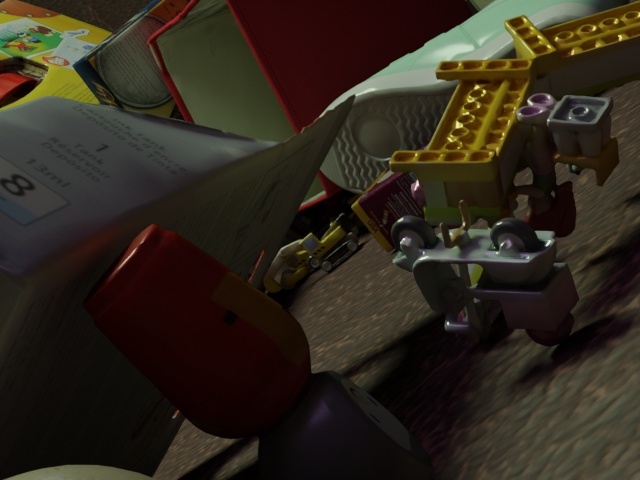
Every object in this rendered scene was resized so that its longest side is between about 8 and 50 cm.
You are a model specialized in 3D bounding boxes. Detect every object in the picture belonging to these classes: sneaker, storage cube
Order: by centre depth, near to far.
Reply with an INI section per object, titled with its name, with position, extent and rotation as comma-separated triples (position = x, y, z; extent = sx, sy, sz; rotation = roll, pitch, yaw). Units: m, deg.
[sneaker]
position = 0.115, -0.120, 1.276
extent = 0.256, 0.094, 0.151
rotation = -23, 21, 32
[storage cube]
position = 0.005, -0.138, 1.455
extent = 0.193, 0.215, 0.184
rotation = -29, 2, -25

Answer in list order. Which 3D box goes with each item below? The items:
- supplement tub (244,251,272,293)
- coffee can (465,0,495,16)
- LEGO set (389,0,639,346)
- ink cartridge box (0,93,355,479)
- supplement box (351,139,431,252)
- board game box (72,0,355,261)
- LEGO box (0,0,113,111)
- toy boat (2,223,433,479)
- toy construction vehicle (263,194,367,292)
[supplement tub]
position = -0.115, 0.023, 1.357
extent = 0.144, 0.144, 0.199
rotation = -37, 8, 17
[coffee can]
position = 0.105, -0.312, 1.778
extent = 0.201, 0.275, 0.201
rotation = -39, 7, 6
[LEGO set]
position = 0.131, -0.038, 0.843
extent = 0.132, 0.107, 0.287
rotation = 17, 42, 38
[ink cartridge box]
position = -0.139, 0.068, 0.855
extent = 0.308, 0.091, 0.385
rotation = -61, -9, 23
[supplement box]
position = 0.070, -0.036, 1.196
extent = 0.083, 0.043, 0.055
rotation = -33, 8, 38
[board game box]
position = -0.076, -0.106, 1.549
extent = 0.165, 0.243, 0.042
rotation = -42, 15, -21
[LEGO box]
position = -0.339, 0.020, 1.667
extent = 0.500, 0.193, 0.372
rotation = -58, -13, -68
[toy boat]
position = -0.071, 0.133, 0.591
extent = 0.267, 0.148, 0.318
rotation = -39, 13, 47
[toy construction vehicle]
position = 0.000, 0.000, 1.357
extent = 0.098, 0.035, 0.086
rotation = -38, 7, 11
